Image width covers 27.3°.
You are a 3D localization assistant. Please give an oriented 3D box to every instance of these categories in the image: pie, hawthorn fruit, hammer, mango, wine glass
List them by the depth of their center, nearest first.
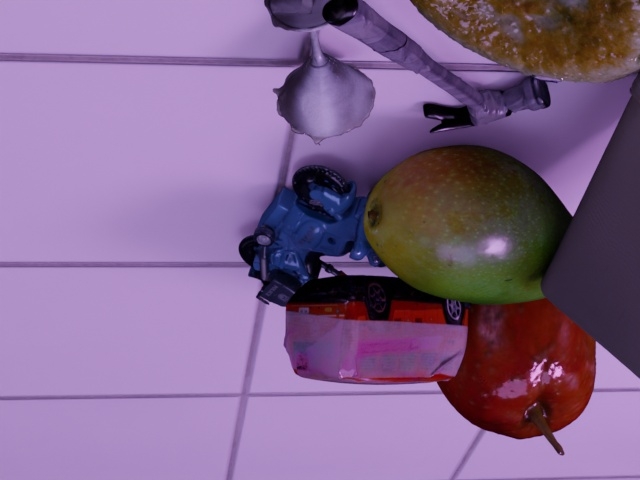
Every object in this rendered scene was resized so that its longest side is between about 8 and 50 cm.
[{"bbox_3d":[0.217,-0.288,1.330,0.323,0.070,0.323,16,141,14],"label":"pie"},{"bbox_3d":[-0.002,-0.210,1.473,0.122,0.122,0.183,-6,149,3],"label":"wine glass"},{"bbox_3d":[0.126,-0.201,1.489,0.152,0.044,0.427,-15,163,24],"label":"hammer"},{"bbox_3d":[0.226,-0.010,1.767,0.382,0.201,0.225,18,135,-39],"label":"mango"},{"bbox_3d":[0.302,0.182,1.991,0.287,0.330,0.287,-12,145,-9],"label":"hawthorn fruit"}]

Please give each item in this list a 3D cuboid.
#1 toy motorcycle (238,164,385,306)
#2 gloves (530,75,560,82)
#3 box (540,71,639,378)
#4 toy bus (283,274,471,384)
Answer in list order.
[{"bbox_3d":[0.000,0.000,1.850,0.182,0.123,0.272,29,139,-12],"label":"toy motorcycle"},{"bbox_3d":[0.306,-0.250,1.447,0.229,0.119,0.097,-38,174,41],"label":"gloves"},{"bbox_3d":[0.480,0.013,1.584,0.177,0.352,0.343,-18,141,-41],"label":"box"},{"bbox_3d":[0.085,0.126,1.817,0.128,0.147,0.303,-4,172,40],"label":"toy bus"}]
